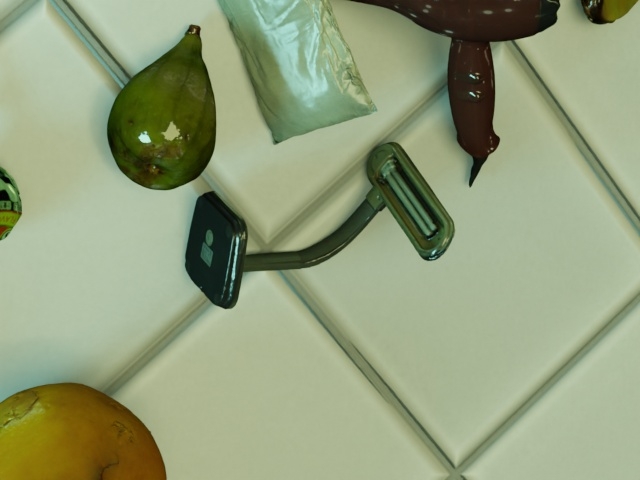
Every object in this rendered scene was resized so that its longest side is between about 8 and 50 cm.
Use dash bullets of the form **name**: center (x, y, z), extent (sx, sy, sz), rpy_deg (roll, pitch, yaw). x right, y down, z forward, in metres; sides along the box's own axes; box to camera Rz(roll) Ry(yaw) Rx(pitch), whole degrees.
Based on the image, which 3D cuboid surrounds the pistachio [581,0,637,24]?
- **pistachio**: center (0.379, -0.347, 1.761), extent (0.173, 0.049, 0.089), rpy_deg (-48, 133, -8)

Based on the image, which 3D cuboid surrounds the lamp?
- **lamp**: center (0.002, 0.005, 1.617), extent (0.283, 0.203, 0.125), rpy_deg (-16, 123, -20)

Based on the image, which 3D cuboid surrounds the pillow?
- **pillow**: center (-0.035, -0.229, 1.605), extent (0.050, 0.148, 0.230), rpy_deg (-39, 112, -53)

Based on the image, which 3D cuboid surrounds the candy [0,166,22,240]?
- **candy**: center (-0.381, -0.144, 1.532), extent (0.091, 0.083, 0.306), rpy_deg (-4, 92, -1)

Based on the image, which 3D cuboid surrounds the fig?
- **fig**: center (-0.181, -0.153, 1.580), extent (0.126, 0.133, 0.185), rpy_deg (-12, 64, -2)

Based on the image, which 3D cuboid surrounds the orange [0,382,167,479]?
- **orange**: center (-0.287, 0.276, 1.530), extent (0.246, 0.246, 0.246), rpy_deg (-3, 100, -19)

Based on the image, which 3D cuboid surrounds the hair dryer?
- **hair dryer**: center (0.131, -0.207, 1.665), extent (0.312, 0.123, 0.340), rpy_deg (5, 130, 14)
